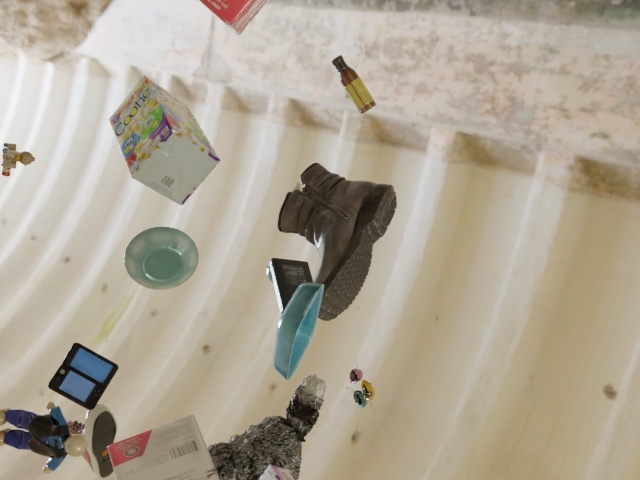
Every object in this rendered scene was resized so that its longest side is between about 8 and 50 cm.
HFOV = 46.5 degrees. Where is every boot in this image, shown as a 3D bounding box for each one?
[{"bbox_3d":[-0.613,0.489,1.936,0.176,0.244,0.088,30,-140,28],"label":"boot"},{"bbox_3d":[0.000,0.000,1.563,0.223,0.338,0.118,16,150,27],"label":"boot"}]

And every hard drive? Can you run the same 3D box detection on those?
[{"bbox_3d":[-0.055,0.101,1.620,0.094,0.022,0.135,8,-132,-31],"label":"hard drive"}]

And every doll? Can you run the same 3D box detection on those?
[{"bbox_3d":[-0.477,0.341,1.283,0.189,0.129,0.046,3,-175,25],"label":"doll"}]

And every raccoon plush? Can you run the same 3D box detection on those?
[{"bbox_3d":[-0.209,0.557,2.158,0.299,0.446,0.216,22,173,-28],"label":"raccoon plush"}]

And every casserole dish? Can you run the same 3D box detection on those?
[{"bbox_3d":[-0.038,0.137,1.151,0.037,0.188,0.114,23,-128,10],"label":"casserole dish"}]

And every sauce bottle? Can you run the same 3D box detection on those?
[{"bbox_3d":[0.068,-0.328,1.557,0.042,0.128,0.042,-31,-175,3],"label":"sauce bottle"}]

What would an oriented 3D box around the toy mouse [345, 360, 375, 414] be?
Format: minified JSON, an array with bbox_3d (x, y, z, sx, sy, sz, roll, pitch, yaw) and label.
[{"bbox_3d":[0.119,0.437,2.222,0.031,0.161,0.143,-13,173,-25],"label":"toy mouse"}]

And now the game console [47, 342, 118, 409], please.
[{"bbox_3d":[-0.561,0.322,1.760,0.122,0.071,0.107,31,-129,-8],"label":"game console"}]

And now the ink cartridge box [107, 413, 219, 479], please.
[{"bbox_3d":[-0.329,0.554,1.636,0.207,0.117,0.283,-17,-136,-17],"label":"ink cartridge box"}]

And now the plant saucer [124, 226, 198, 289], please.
[{"bbox_3d":[-0.416,0.057,1.956,0.195,0.195,0.037,9,-153,-19],"label":"plant saucer"}]

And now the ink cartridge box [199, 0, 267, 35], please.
[{"bbox_3d":[-0.128,-0.600,1.294,0.279,0.384,0.160,42,-173,-5],"label":"ink cartridge box"}]

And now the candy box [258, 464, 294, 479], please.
[{"bbox_3d":[-0.122,0.681,1.819,0.070,0.196,0.165,30,-172,-38],"label":"candy box"}]

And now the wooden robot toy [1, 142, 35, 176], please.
[{"bbox_3d":[-0.773,-0.204,1.905,0.079,0.076,0.173,3,-165,-22],"label":"wooden robot toy"}]

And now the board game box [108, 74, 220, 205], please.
[{"bbox_3d":[-0.359,-0.231,1.692,0.144,0.142,0.275,32,-164,-41],"label":"board game box"}]

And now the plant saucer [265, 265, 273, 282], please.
[{"bbox_3d":[-0.116,0.119,2.100,0.119,0.021,0.119,43,180,0],"label":"plant saucer"}]
